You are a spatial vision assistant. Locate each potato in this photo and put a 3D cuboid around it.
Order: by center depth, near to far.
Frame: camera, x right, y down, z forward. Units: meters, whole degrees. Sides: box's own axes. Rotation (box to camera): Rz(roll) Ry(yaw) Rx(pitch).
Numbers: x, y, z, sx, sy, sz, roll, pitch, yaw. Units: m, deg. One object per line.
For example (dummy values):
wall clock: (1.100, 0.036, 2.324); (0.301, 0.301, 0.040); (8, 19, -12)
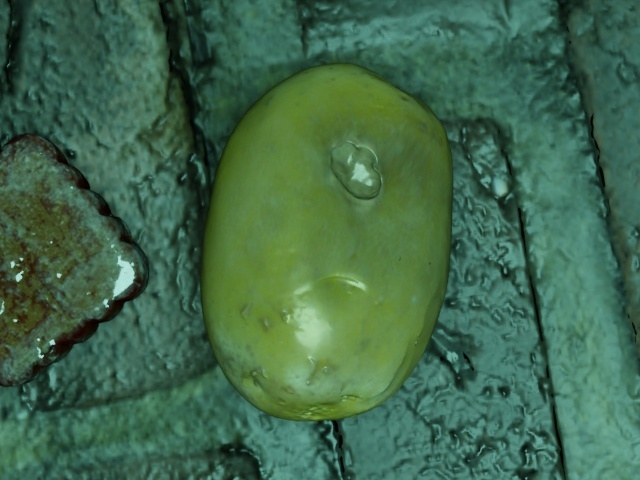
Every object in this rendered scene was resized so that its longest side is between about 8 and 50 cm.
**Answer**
potato: (0.000, 0.000, 1.165); (0.150, 0.146, 0.234); (22, 70, -40)

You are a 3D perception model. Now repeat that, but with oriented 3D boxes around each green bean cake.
green bean cake: (-0.198, 0.014, 1.215); (0.136, 0.056, 0.135); (-39, 85, 1)
